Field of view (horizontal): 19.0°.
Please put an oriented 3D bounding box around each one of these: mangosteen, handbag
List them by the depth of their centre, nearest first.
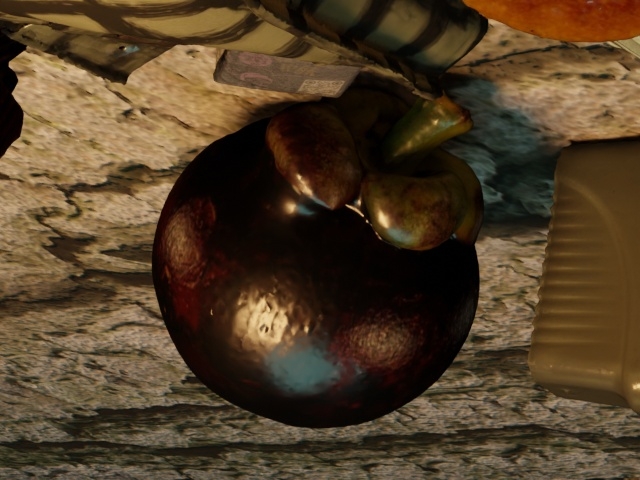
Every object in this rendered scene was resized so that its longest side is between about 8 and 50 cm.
[{"bbox_3d":[-0.104,-0.194,1.213,0.325,0.162,0.327,8,172,31],"label":"handbag"},{"bbox_3d":[-0.006,0.013,1.656,0.297,0.297,0.313,3,151,7],"label":"mangosteen"}]

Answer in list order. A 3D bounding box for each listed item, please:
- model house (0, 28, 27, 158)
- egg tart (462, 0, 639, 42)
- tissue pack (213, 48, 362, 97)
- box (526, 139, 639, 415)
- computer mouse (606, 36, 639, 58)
[{"bbox_3d":[-0.348,-0.130,1.244,0.297,0.282,0.317,-27,133,-7],"label":"model house"},{"bbox_3d":[0.155,-0.217,1.069,0.215,0.170,0.215,11,153,6],"label":"egg tart"},{"bbox_3d":[-0.014,-0.162,1.487,0.112,0.051,0.156,7,162,-13],"label":"tissue pack"},{"bbox_3d":[0.293,0.040,1.678,0.178,0.274,0.138,2,161,31],"label":"box"},{"bbox_3d":[0.261,-0.146,1.357,0.229,0.068,0.113,8,-164,-16],"label":"computer mouse"}]
